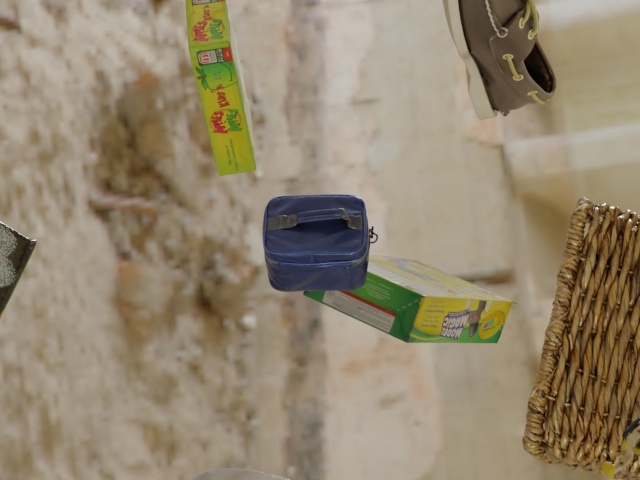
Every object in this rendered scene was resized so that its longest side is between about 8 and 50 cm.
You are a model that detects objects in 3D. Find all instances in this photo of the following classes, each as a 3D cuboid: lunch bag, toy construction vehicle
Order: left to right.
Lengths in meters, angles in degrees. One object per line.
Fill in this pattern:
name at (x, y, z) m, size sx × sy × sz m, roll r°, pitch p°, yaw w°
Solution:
lunch bag at (0.000, 0.000, 1.423) m, size 0.065 × 0.098 × 0.067 m, roll 81°, pitch 8°, yaw -55°
toy construction vehicle at (0.345, 0.226, 1.721) m, size 0.098 × 0.086 × 0.035 m, roll -38°, pitch 145°, yaw -35°

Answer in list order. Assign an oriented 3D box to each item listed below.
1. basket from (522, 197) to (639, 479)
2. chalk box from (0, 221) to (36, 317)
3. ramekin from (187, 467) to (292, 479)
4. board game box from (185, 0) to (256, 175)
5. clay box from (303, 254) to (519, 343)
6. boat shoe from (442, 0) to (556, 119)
basket at (0.330, 0.121, 1.952) m, size 0.213 × 0.223 × 0.299 m, roll 159°, pitch -56°, yaw -76°
chalk box at (-0.426, 0.091, 1.563) m, size 0.179 × 0.180 × 0.289 m, roll -12°, pitch -131°, yaw 59°
ramekin at (-0.041, 0.282, 1.319) m, size 0.207 × 0.207 × 0.109 m, roll 75°, pitch 33°, yaw -46°
board game box at (-0.105, -0.165, 1.775) m, size 0.181 × 0.043 × 0.092 m, roll 80°, pitch 1°, yaw -47°
clay box at (0.096, 0.058, 1.662) m, size 0.222 × 0.127 × 0.053 m, roll 8°, pitch 103°, yaw -58°
boat shoe at (0.196, -0.238, 1.866) m, size 0.324 × 0.096 × 0.117 m, roll 60°, pitch 24°, yaw -61°
